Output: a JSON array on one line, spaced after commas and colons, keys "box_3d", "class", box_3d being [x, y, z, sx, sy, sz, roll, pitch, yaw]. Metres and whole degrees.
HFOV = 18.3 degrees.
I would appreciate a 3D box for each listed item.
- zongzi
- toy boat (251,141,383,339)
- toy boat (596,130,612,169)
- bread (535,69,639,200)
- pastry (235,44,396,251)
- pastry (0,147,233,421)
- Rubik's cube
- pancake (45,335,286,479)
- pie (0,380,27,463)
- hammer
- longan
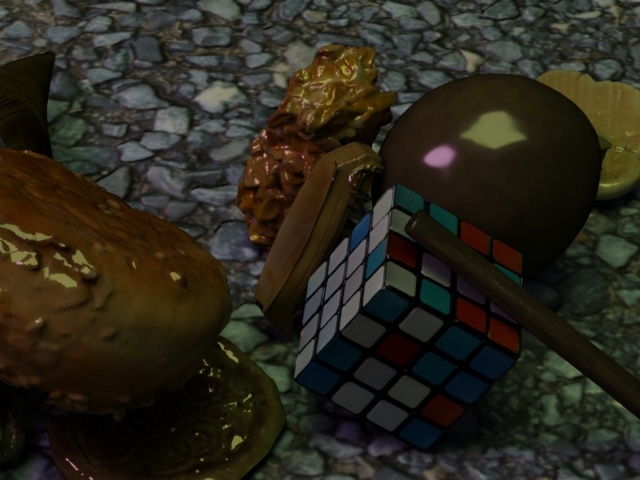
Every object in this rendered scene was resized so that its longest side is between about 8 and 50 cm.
[{"box_3d": [-0.308, -0.094, 2.102, 0.286, 0.138, 0.300, 29, 45, 28], "class": "zongzi"}, {"box_3d": [0.000, 0.000, 1.939, 0.072, 0.206, 0.064, 16, 19, -35], "class": "toy boat"}, {"box_3d": [0.235, -0.124, 2.130, 0.172, 0.065, 0.066, 30, 26, 31], "class": "toy boat"}, {"box_3d": [0.280, -0.103, 2.182, 0.182, 0.039, 0.251, 18, 42, 20], "class": "bread"}, {"box_3d": [-0.006, -0.088, 2.027, 0.102, 0.250, 0.154, 41, 53, 13], "class": "pastry"}, {"box_3d": [-0.248, 0.046, 1.810, 0.316, 0.184, 0.284, 28, 13, 6], "class": "pastry"}, {"box_3d": [0.083, 0.072, 1.835, 0.151, 0.154, 0.155, 28, 36, -17], "class": "Rubik's cube"}, {"box_3d": [-0.143, 0.167, 1.859, 0.212, 0.029, 0.235, 13, 43, 15], "class": "pancake"}, {"box_3d": [-0.371, 0.150, 1.832, 0.201, 0.090, 0.248, -8, 43, -14], "class": "pie"}, {"box_3d": [0.225, 0.090, 1.783, 0.365, 0.043, 0.111, 38, 35, -8], "class": "hammer"}, {"box_3d": [0.169, -0.059, 1.977, 0.248, 0.248, 0.248, 0, 39, 0], "class": "longan"}]
